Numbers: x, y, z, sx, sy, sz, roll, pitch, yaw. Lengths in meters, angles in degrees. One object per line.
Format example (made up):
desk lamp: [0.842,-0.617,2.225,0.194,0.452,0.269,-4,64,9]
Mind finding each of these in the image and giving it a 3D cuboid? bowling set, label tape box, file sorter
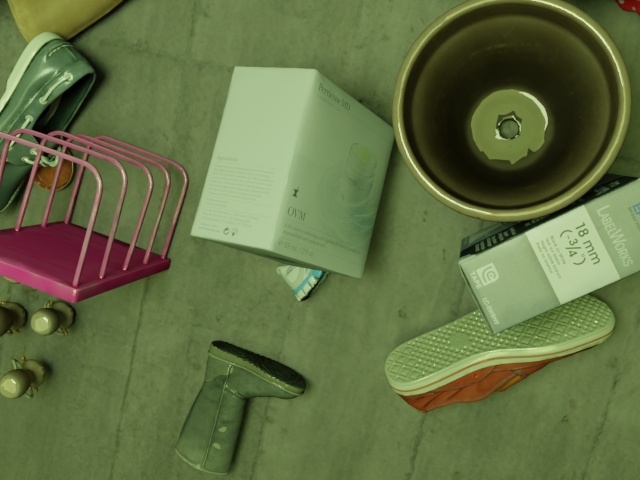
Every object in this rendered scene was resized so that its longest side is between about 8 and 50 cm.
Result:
bowling set: [-0.468,0.101,1.148,0.199,0.154,0.287,-23,92,-4]
label tape box: [0.349,-0.015,0.886,0.333,0.240,0.106,-27,91,14]
file sorter: [-0.345,-0.052,1.005,0.202,0.290,0.182,19,99,9]

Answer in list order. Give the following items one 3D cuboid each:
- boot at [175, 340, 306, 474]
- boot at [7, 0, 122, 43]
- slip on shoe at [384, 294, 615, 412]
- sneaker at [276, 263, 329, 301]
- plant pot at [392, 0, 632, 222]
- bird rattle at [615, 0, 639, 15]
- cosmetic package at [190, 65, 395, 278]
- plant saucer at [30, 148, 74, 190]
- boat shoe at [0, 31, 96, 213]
boot: [-0.133,0.286,1.121,0.189,0.076,0.209,20,96,23]
boot: [-0.367,-0.449,1.051,0.269,0.089,0.236,-19,90,17]
slip on shoe: [0.260,0.163,1.010,0.331,0.123,0.101,-22,126,9]
sneaker: [0.000,0.000,1.052,0.083,0.071,0.191,42,104,9]
plant pot: [0.236,-0.153,0.885,0.262,0.229,0.263,0,92,15]
bird rattle: [0.325,-0.335,0.870,0.253,0.207,0.143,35,122,14]
cosmetic package: [-0.025,-0.083,0.922,0.138,0.224,0.225,9,84,33]
plant saucer: [-0.446,-0.124,1.155,0.083,0.013,0.084,2,99,11]
boat shoe: [-0.452,-0.161,1.083,0.099,0.116,0.320,32,104,4]
